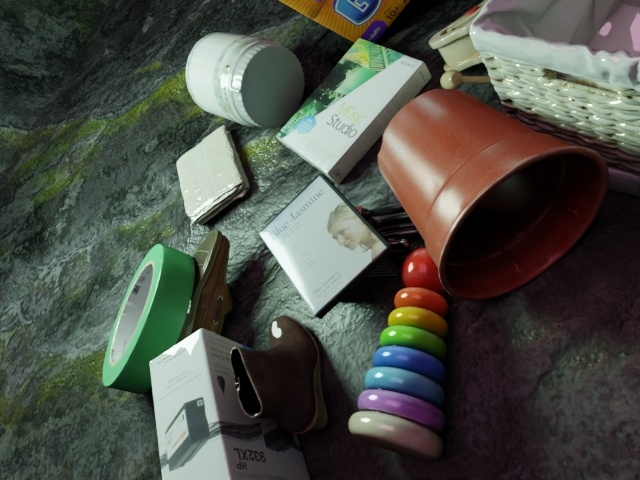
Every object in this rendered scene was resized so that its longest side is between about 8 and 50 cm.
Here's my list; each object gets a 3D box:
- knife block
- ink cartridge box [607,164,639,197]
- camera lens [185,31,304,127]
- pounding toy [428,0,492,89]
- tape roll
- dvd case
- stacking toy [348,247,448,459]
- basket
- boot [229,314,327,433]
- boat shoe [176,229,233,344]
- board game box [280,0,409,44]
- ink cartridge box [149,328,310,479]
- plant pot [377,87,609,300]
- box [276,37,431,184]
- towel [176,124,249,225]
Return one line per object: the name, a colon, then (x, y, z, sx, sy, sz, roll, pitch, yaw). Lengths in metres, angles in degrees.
knife block: (0.060, -0.017, 0.966, 0.242, 0.088, 0.276, -47, 48, 2)
ink cartridge box: (0.483, -0.237, 0.818, 0.261, 0.066, 0.296, 28, 82, 42)
camera lens: (-0.203, -0.421, 1.286, 0.274, 0.219, 0.219, 28, 82, 41)
pounding toy: (0.334, -0.393, 1.008, 0.269, 0.155, 0.154, -40, 20, -4)
tape roll: (-0.382, 0.169, 1.084, 0.321, 0.077, 0.321, -40, 37, 39)
dvd case: (0.000, 0.000, 0.922, 0.180, 0.022, 0.253, -44, 49, 6)
stacking toy: (0.154, 0.163, 0.788, 0.141, 0.141, 0.330, 0, 58, 34)
basket: (0.444, -0.284, 0.652, 0.328, 0.266, 0.331, 35, 86, 41)
boot: (-0.078, 0.207, 0.852, 0.090, 0.207, 0.248, -35, 50, 13)
boat shoe: (-0.251, 0.132, 1.085, 0.111, 0.104, 0.307, -9, 61, 54)
board game box: (0.056, -0.753, 1.134, 0.356, 0.356, 0.356, -44, 43, 40)
ink cartridge box: (-0.144, 0.332, 0.815, 0.129, 0.223, 0.307, -34, 51, 13)
plant pot: (0.237, -0.094, 0.774, 0.272, 0.272, 0.265, -39, 47, 10)
box: (0.068, -0.311, 1.147, 0.322, 0.058, 0.232, -49, 49, 0)
towel: (-0.294, -0.178, 1.326, 0.187, 0.049, 0.282, -33, 50, 13)
